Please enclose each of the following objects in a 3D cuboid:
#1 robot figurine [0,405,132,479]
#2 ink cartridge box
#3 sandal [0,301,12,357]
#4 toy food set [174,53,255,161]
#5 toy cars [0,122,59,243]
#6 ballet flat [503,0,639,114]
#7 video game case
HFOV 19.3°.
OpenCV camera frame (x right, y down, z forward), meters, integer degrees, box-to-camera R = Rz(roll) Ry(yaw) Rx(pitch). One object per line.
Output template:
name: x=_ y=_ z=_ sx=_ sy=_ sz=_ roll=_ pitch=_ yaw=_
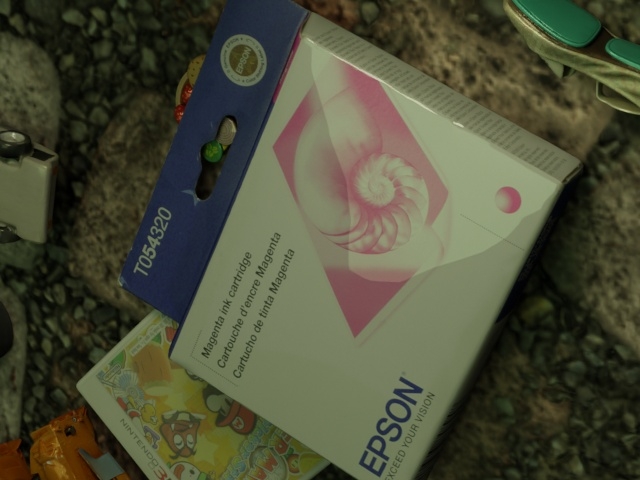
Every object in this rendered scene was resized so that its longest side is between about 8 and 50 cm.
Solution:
robot figurine: x=-0.217 y=0.313 z=1.785 sx=0.211 sy=0.085 sz=0.291 roll=-26 pitch=93 yaw=36
ink cartridge box: x=0.000 y=0.000 z=1.527 sx=0.330 sy=0.071 sz=0.324 roll=30 pitch=117 yaw=14
sandal: x=-0.416 y=0.085 z=1.837 sx=0.255 sy=0.054 sz=0.097 roll=-6 pitch=104 yaw=33
toy food set: x=-0.089 y=-0.110 z=1.587 sx=0.082 sy=0.020 sz=0.083 roll=46 pitch=124 yaw=9
toy cars: x=-0.390 y=-0.036 z=1.763 sx=0.394 sy=0.087 sz=0.176 roll=-23 pitch=100 yaw=32
ballet flat: x=0.200 y=-0.132 z=1.386 sx=0.168 sy=0.057 sz=0.052 roll=31 pitch=131 yaw=18
video game case: x=-0.093 y=0.150 z=1.685 sx=0.206 sy=0.026 sz=0.227 roll=51 pitch=125 yaw=5
